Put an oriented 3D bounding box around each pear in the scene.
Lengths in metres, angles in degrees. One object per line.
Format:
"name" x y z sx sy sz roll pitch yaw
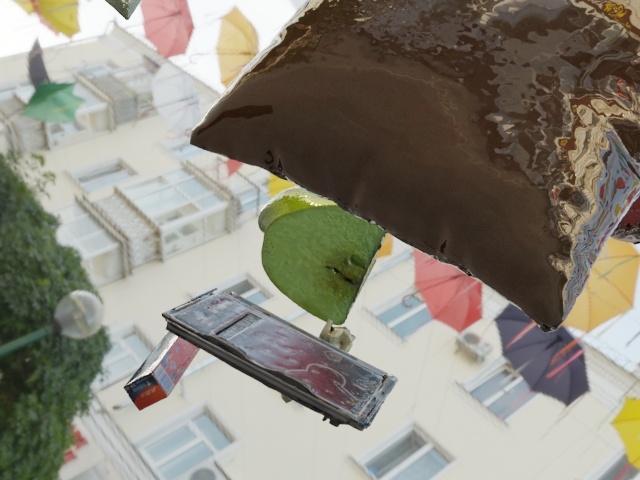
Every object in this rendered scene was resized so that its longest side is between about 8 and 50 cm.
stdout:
"pear" 0.000 0.000 1.477 0.292 0.159 0.292 4 -62 7

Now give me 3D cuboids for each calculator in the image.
"calculator" -0.045 0.136 0.894 0.274 0.166 0.028 26 -72 13

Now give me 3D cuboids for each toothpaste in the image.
"toothpaste" -0.319 0.248 1.583 0.076 0.320 0.066 -28 -79 17

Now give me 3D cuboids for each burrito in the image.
"burrito" -0.010 0.227 1.322 0.058 0.063 0.229 52 -49 25

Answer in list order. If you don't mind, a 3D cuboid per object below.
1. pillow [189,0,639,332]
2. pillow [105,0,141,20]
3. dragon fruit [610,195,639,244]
"pillow" 0.110 -0.118 0.529 0.308 0.305 0.108 29 -20 26
"pillow" -0.424 -0.537 1.381 0.230 0.148 0.050 33 -30 -24
"dragon fruit" 0.565 -0.100 1.286 0.282 0.211 0.147 50 -44 -6
